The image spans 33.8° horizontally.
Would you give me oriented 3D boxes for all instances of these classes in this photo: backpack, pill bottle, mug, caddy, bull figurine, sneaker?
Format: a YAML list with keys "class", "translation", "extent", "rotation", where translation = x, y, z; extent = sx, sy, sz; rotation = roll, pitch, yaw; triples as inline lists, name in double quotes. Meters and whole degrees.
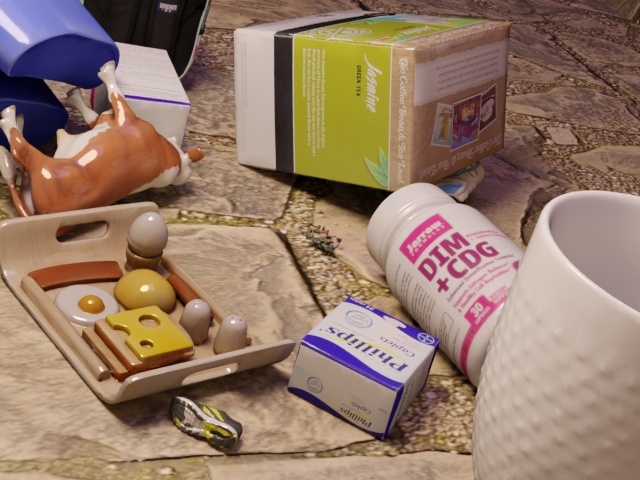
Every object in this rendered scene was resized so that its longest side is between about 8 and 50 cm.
- class: "backpack"
  translation: [-0.307, -0.390, 1.778]
  extent: [0.225, 0.254, 0.191]
  rotation: [6, 26, -18]
- class: "pill bottle"
  translation: [0.184, 0.053, 1.347]
  extent: [0.160, 0.160, 0.283]
  rotation: [-2, 33, -32]
- class: "mug"
  translation: [0.290, 0.184, 0.991]
  extent: [0.276, 0.328, 0.374]
  rotation: [12, 29, -9]
- class: "caddy"
  translation: [-0.429, -0.252, 1.407]
  extent: [0.179, 0.241, 0.341]
  rotation: [48, 11, 6]
- class: "bull figurine"
  translation: [-0.293, -0.120, 1.403]
  extent: [0.188, 0.101, 0.310]
  rotation: [57, 40, -5]
- class: "sneaker"
  translation: [-0.117, 0.186, 1.086]
  extent: [0.083, 0.031, 0.035]
  rotation: [30, 17, 15]
- class: "sneaker"
  translation: [0.205, -0.072, 1.682]
  extent: [0.086, 0.085, 0.237]
  rotation: [49, 35, 11]

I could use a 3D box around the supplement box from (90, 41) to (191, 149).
- class: "supplement box"
  translation: [-0.280, -0.210, 1.614]
  extent: [0.113, 0.111, 0.220]
  rotation: [4, 31, -23]

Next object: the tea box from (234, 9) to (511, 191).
- class: "tea box"
  translation: [0.087, -0.233, 1.664]
  extent: [0.323, 0.220, 0.329]
  rotation: [13, 23, 31]

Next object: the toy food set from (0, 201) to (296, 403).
- class: "toy food set"
  translation: [-0.202, 0.056, 1.199]
  extent: [0.219, 0.092, 0.306]
  rotation: [-10, 37, -41]

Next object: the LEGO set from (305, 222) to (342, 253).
- class: "LEGO set"
  translation: [0.002, 0.000, 1.495]
  extent: [0.054, 0.023, 0.083]
  rotation: [17, 15, -4]

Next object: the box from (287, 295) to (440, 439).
- class: "box"
  translation: [0.051, 0.142, 1.207]
  extent: [0.126, 0.072, 0.137]
  rotation: [25, 30, 16]
